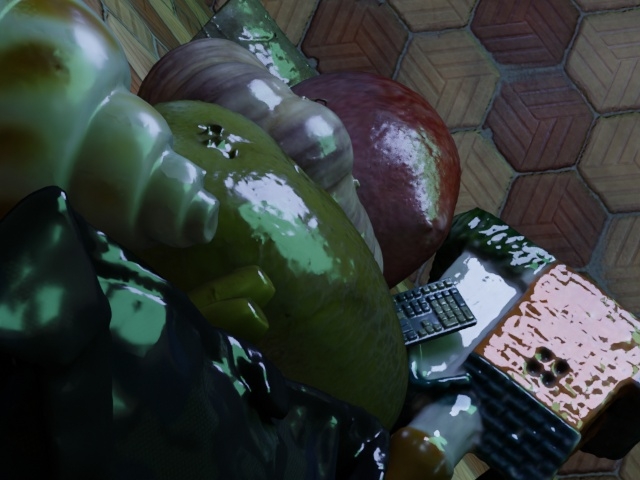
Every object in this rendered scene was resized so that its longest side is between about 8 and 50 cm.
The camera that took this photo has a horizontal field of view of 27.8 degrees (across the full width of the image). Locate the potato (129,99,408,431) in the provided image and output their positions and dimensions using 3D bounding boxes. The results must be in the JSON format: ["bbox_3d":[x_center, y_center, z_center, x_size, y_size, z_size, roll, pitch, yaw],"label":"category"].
[{"bbox_3d":[-0.037,0.037,0.736,0.251,0.159,0.174,60,27,-25],"label":"potato"}]

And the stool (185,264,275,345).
[{"bbox_3d":[-0.093,0.024,0.574,0.135,0.110,0.134,46,10,-51],"label":"stool"}]

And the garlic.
[{"bbox_3d":[-0.061,-0.031,0.976,0.245,0.160,0.245,47,-16,18],"label":"garlic"}]

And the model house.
[{"bbox_3d":[0.144,0.155,1.211,0.271,0.301,0.190,39,-35,18],"label":"model house"}]

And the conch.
[{"bbox_3d":[-0.156,-0.078,0.488,0.275,0.149,0.183,55,7,15],"label":"conch"}]

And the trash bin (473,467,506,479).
[{"bbox_3d":[0.231,0.336,1.231,0.164,0.122,0.240,47,7,-37],"label":"trash bin"}]

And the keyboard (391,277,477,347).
[{"bbox_3d":[0.049,0.077,1.135,0.014,0.176,0.055,98,-31,-50],"label":"keyboard"}]

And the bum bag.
[{"bbox_3d":[-0.054,0.093,0.484,0.074,0.137,0.310,10,-18,31],"label":"bum bag"}]

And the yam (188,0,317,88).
[{"bbox_3d":[-0.066,-0.151,1.538,0.268,0.161,0.161,53,6,3],"label":"yam"}]

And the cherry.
[{"bbox_3d":[0.017,-0.051,1.181,0.206,0.239,0.239,47,6,1],"label":"cherry"}]
